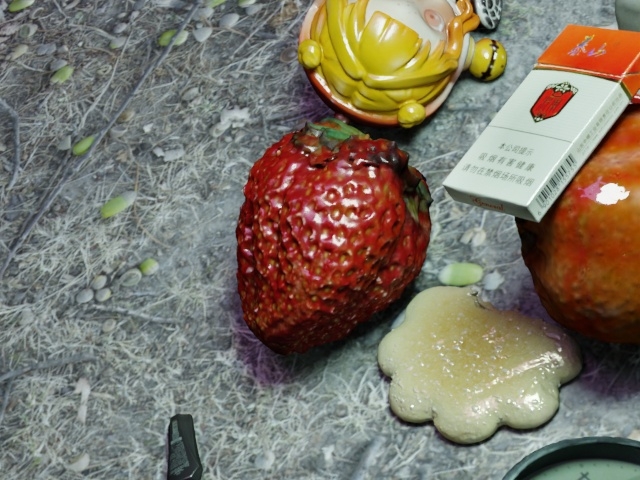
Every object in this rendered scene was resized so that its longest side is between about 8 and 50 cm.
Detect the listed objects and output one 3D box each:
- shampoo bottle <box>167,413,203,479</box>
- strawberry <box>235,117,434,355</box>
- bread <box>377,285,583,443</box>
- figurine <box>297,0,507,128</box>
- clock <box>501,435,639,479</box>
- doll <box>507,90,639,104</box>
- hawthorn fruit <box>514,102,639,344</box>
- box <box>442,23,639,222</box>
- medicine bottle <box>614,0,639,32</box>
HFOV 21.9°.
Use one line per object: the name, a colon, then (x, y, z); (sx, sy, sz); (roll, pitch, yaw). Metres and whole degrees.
shampoo bottle: (-0.163, 0.267, 1.968); (0.048, 0.027, 0.137); (-30, 41, 18)
strawberry: (0.000, 0.000, 1.998); (0.238, 0.250, 0.288); (28, 92, 35)
bread: (0.170, 0.145, 1.906); (0.251, 0.039, 0.182); (22, 62, 39)
figurine: (0.092, -0.279, 2.235); (0.320, 0.196, 0.323); (30, 47, -1)
clock: (0.289, 0.325, 1.543); (0.319, 0.066, 0.319); (8, 47, -8)
doll: (0.328, -0.157, 2.068); (0.245, 0.076, 0.142); (-4, 51, 47)
hawthorn fruit: (0.378, -0.021, 1.818); (0.330, 0.287, 0.287); (-4, 45, -3)
box: (0.249, -0.129, 1.757); (0.245, 0.035, 0.139); (-51, 35, -14)
medicine bottle: (0.566, -0.336, 2.078); (0.375, 0.123, 0.282); (-38, 37, -18)
